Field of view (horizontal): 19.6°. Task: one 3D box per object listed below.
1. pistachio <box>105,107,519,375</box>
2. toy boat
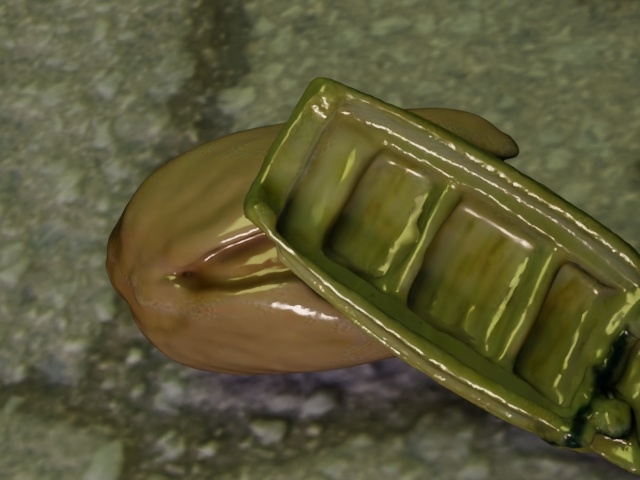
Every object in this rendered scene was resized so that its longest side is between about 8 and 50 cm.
[{"bbox_3d":[0.000,0.000,1.007,0.238,0.137,0.153,-12,13,13],"label":"pistachio"},{"bbox_3d":[0.089,0.025,0.923,0.111,0.276,0.084,-61,10,-9],"label":"toy boat"}]
